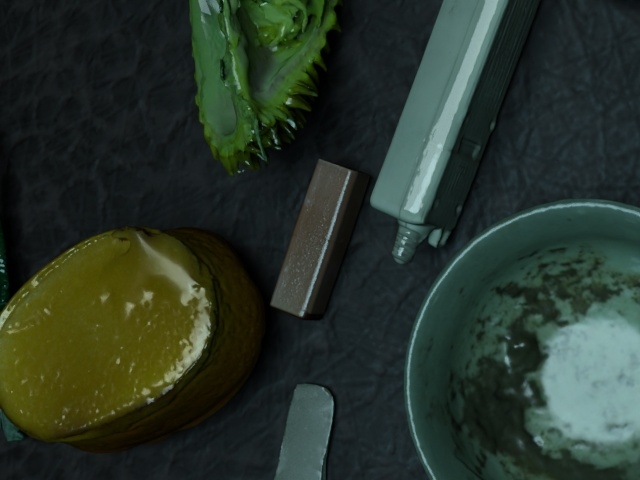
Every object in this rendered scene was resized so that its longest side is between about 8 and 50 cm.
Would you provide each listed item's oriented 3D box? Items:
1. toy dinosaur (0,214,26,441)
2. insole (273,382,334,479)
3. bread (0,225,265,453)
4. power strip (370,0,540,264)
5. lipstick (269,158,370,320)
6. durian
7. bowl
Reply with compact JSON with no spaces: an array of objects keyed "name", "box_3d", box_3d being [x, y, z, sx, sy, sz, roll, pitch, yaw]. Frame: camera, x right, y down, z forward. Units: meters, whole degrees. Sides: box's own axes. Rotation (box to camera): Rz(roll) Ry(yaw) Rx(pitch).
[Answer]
[{"name":"toy dinosaur","box_3d":[-0.377,0.023,1.482,0.129,0.076,0.383,-12,85,15]},{"name":"insole","box_3d":[-0.019,0.229,1.346,0.063,0.010,0.192,8,89,22]},{"name":"bread","box_3d":[-0.182,0.093,1.354,0.269,0.142,0.195,-29,73,17]},{"name":"power strip","box_3d":[0.125,-0.140,1.263,0.058,0.098,0.338,22,95,23]},{"name":"lipstick","box_3d":[0.000,0.000,1.335,0.045,0.045,0.145,21,96,25]},{"name":"durian","box_3d":[-0.074,-0.229,1.316,0.157,0.169,0.356,-7,82,21]},{"name":"bowl","box_3d":[0.226,0.117,1.178,0.289,0.146,0.289,-3,83,23]}]
